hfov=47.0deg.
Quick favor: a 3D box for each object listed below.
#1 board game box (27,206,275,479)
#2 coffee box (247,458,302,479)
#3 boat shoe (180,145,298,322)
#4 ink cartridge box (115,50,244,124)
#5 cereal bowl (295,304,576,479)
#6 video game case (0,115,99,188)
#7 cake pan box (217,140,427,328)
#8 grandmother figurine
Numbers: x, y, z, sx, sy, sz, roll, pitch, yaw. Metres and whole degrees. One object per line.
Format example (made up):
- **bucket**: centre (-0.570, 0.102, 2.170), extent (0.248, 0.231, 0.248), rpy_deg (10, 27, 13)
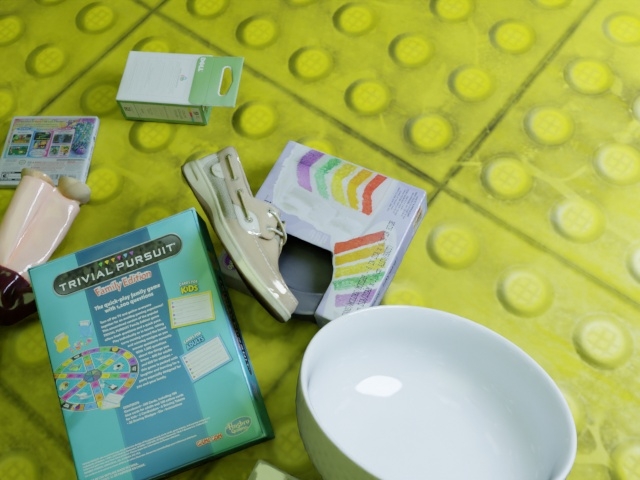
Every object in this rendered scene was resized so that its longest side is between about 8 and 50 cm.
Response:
- **board game box**: centre (-0.238, 0.155, 1.024), extent (0.254, 0.079, 0.335), rpy_deg (-20, 72, 0)
- **coffee box**: centre (0.018, 0.376, 0.895), extent (0.247, 0.141, 0.098), rpy_deg (24, 68, 14)
- **boat shoe**: centre (-0.099, -0.019, 1.054), extent (0.098, 0.109, 0.302), rpy_deg (-29, 58, -6)
- **ink cartridge box**: centre (-0.238, -0.265, 1.284), extent (0.210, 0.062, 0.108), rpy_deg (4, 64, 7)
- **cereal bowl**: centre (0.129, 0.236, 0.919), extent (0.339, 0.141, 0.339), rpy_deg (10, 33, -6)
- **video game case**: centre (-0.472, -0.153, 1.272), extent (0.157, 0.019, 0.143), rpy_deg (1, 63, 6)
- **cake pan box**: centre (0.000, 0.000, 1.128), extent (0.246, 0.070, 0.266), rpy_deg (23, 68, 18)
- **grandmother figurine**: centre (-0.489, 0.050, 1.128), extent (0.208, 0.104, 0.342), rpy_deg (8, 61, 18)
